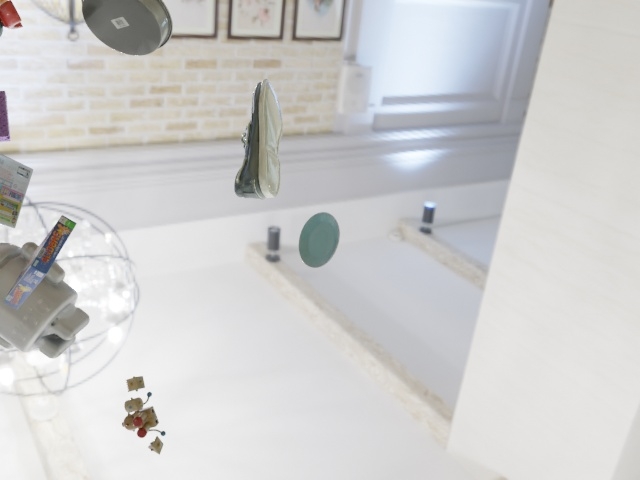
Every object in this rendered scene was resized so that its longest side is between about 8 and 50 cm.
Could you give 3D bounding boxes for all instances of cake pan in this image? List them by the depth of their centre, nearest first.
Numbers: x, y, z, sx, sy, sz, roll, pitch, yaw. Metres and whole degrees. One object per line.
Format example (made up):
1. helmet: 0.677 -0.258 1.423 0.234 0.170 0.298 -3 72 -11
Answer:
1. cake pan: -0.607 -0.688 2.089 0.293 0.293 0.054 10 -123 7

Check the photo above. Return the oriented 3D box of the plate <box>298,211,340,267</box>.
1. plate: 0.000 0.000 2.209 0.024 0.188 0.188 17 -168 -44

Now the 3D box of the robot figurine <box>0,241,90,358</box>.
1. robot figurine: -0.765 0.142 1.706 0.353 0.300 0.200 39 -166 -5

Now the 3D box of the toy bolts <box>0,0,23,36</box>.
1. toy bolts: -0.989 -0.686 1.954 0.159 0.228 0.218 -29 -174 -17

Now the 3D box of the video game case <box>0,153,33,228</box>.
1. video game case: -0.933 -0.149 1.955 0.023 0.193 0.212 11 171 14

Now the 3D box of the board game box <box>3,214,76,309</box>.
1. board game box: -0.580 0.047 1.389 0.035 0.201 0.136 34 -133 -21

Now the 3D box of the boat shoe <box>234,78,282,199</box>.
1. boat shoe: -0.154 -0.241 1.591 0.099 0.319 0.116 -10 155 19

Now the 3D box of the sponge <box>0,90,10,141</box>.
1. sponge: -1.079 -0.402 2.193 0.117 0.031 0.210 -9 -122 -17

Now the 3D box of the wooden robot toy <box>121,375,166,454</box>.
1. wooden robot toy: -0.396 0.380 1.436 0.079 0.173 0.076 -17 -175 17
